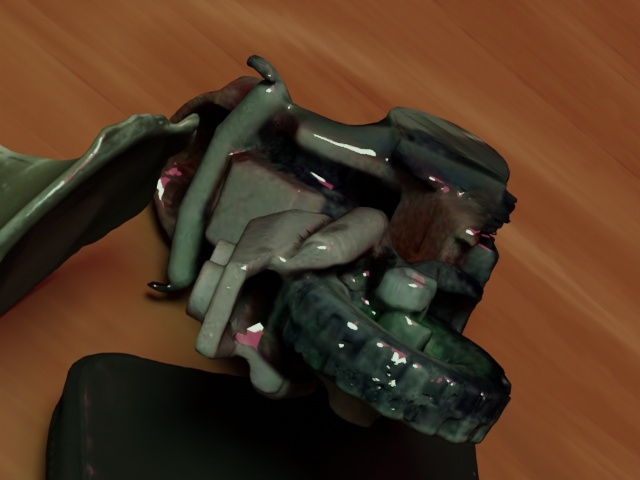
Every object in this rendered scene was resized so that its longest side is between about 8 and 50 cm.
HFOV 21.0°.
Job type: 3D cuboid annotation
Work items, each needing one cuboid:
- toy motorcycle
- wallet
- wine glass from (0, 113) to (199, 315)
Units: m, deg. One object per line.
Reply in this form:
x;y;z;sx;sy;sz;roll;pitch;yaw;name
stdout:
0.000;-0.001;0.521;0.122;0.082;0.213;20;13;-1;toy motorcycle
-0.006;0.136;0.465;0.149;0.044;0.250;13;48;-27;wallet
-0.146;-0.076;0.488;0.222;0.103;0.103;46;39;1;wine glass
